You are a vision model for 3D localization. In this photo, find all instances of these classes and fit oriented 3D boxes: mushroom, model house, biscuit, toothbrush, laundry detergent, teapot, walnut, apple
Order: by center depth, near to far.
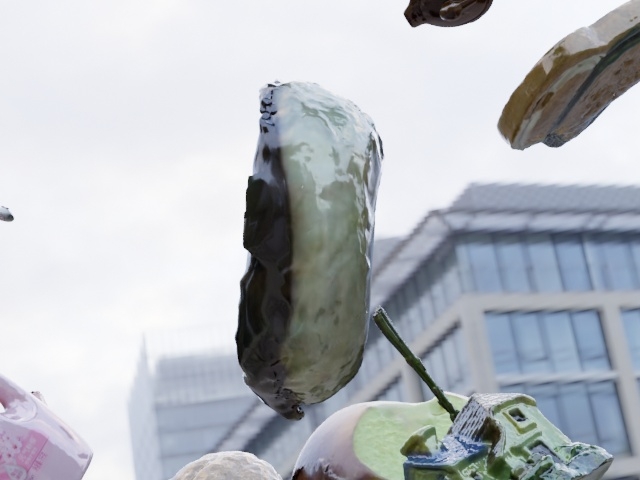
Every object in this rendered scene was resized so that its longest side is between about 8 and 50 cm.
[{"bbox_3d":[0.002,-0.001,1.554,0.130,0.344,0.247,0,-25,17],"label":"mushroom"},{"bbox_3d":[-0.402,0.175,1.605,0.335,0.159,0.088,38,-42,-9],"label":"laundry detergent"},{"bbox_3d":[-0.407,-0.043,1.750,0.204,0.022,0.017,11,-37,43],"label":"toothbrush"},{"bbox_3d":[0.207,0.282,1.879,0.214,0.189,0.195,-20,-35,-43],"label":"model house"},{"bbox_3d":[0.360,-0.209,2.016,0.343,0.057,0.287,-28,-19,-35],"label":"biscuit"},{"bbox_3d":[0.178,-0.331,2.137,0.129,0.078,0.098,-14,-48,25],"label":"teapot"},{"bbox_3d":[0.159,0.386,2.229,0.374,0.384,0.374,-34,-13,-9],"label":"apple"},{"bbox_3d":[-0.152,0.434,2.292,0.257,0.257,0.225,2,-64,-26],"label":"walnut"}]

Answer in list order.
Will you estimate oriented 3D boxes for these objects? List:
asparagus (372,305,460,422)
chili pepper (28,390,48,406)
[{"bbox_3d":[0.138,0.178,2.013,0.022,0.233,0.023,-41,17,-7],"label":"asparagus"},{"bbox_3d":[-0.390,0.267,2.153,0.073,0.123,0.070,-34,-45,-21],"label":"chili pepper"}]
